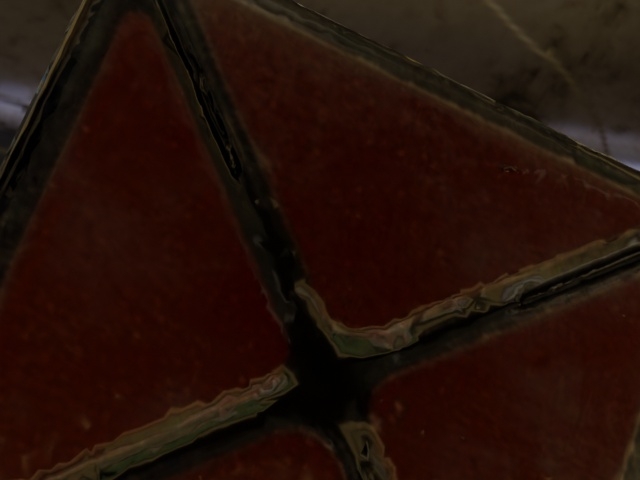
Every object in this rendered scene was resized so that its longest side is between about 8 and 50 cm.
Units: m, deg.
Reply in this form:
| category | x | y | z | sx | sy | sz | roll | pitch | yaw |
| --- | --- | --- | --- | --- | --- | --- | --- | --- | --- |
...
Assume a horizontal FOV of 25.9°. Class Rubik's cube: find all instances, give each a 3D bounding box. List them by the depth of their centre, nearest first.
| category | x | y | z | sx | sy | sz | roll | pitch | yaw |
| --- | --- | --- | --- | --- | --- | --- | --- | --- | --- |
| Rubik's cube | -0.037 | 0.077 | 0.558 | 0.255 | 0.260 | 0.259 | 26 | -113 | -9 |
